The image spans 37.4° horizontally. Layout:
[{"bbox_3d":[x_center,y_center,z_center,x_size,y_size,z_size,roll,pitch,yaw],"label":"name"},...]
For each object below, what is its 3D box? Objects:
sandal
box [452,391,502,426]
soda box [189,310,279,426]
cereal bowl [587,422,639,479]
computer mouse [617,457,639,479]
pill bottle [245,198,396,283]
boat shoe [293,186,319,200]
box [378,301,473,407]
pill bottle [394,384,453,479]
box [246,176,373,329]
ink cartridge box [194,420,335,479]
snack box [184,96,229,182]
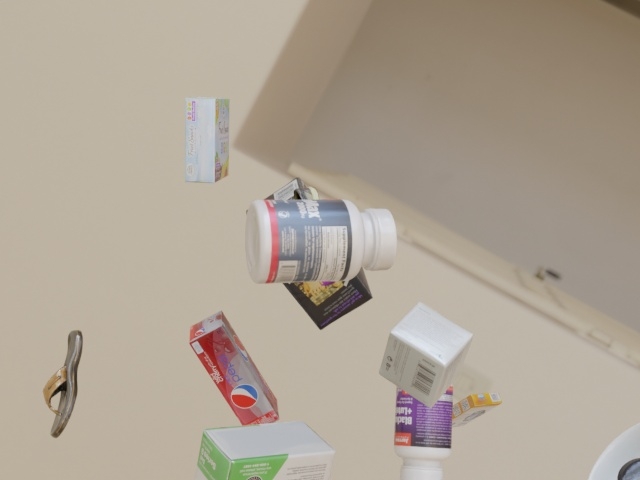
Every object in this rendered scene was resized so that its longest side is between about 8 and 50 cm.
[{"bbox_3d":[-0.501,0.272,1.822,0.090,0.060,0.219,140,139,-56],"label":"sandal"},{"bbox_3d":[0.290,0.344,1.900,0.081,0.028,0.136,2,-30,-38],"label":"box"},{"bbox_3d":[-0.188,0.290,2.074,0.083,0.263,0.092,-28,19,3],"label":"soda box"},{"bbox_3d":[0.711,0.522,1.900,0.339,0.141,0.339,-36,25,19],"label":"cereal bowl"},{"bbox_3d":[0.561,0.499,1.555,0.184,0.262,0.060,-31,-33,-17],"label":"computer mouse"},{"bbox_3d":[0.000,0.000,1.215,0.108,0.180,0.108,179,90,-74],"label":"pill bottle"},{"bbox_3d":[-0.025,-0.032,1.856,0.056,0.049,0.152,137,128,-59],"label":"boat shoe"},{"bbox_3d":[0.156,0.169,1.410,0.087,0.102,0.101,-39,-29,-39],"label":"box"},{"bbox_3d":[0.191,0.352,1.763,0.108,0.108,0.194,82,-169,-78],"label":"pill bottle"},{"bbox_3d":[-0.024,0.028,2.028,0.143,0.270,0.165,-32,26,9],"label":"box"},{"bbox_3d":[-0.115,0.474,1.637,0.211,0.121,0.289,3,-74,-35],"label":"ink cartridge box"},{"bbox_3d":[-0.238,-0.216,2.001,0.207,0.070,0.175,-80,-8,-83],"label":"snack box"}]
